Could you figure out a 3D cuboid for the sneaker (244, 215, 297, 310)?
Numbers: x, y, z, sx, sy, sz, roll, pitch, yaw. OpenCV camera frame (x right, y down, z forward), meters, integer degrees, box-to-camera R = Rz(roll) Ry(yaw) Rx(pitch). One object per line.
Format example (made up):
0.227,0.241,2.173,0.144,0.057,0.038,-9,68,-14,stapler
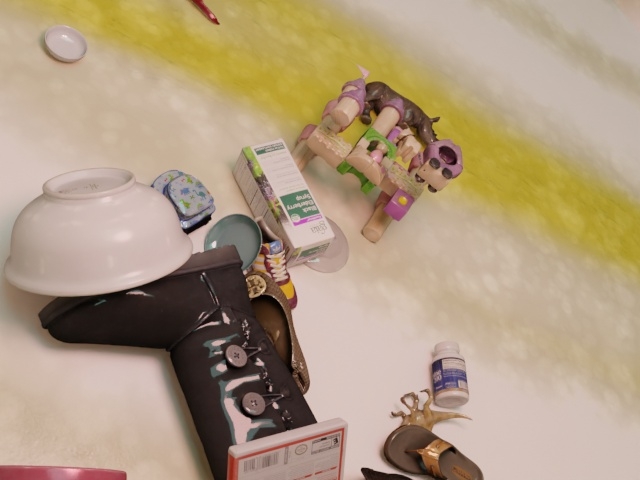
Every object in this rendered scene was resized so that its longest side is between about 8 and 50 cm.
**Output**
-0.093,0.044,1.679,0.069,0.084,0.186,-24,74,-41,sneaker

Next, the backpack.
-0.259,-0.074,1.653,0.114,0.084,0.105,47,45,7,backpack

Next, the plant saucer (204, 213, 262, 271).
-0.157,0.010,1.660,0.021,0.119,0.119,38,31,-61,plant saucer

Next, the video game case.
-0.055,0.422,1.362,0.204,0.025,0.285,-7,109,-36,video game case

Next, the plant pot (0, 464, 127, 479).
-0.368,0.399,1.208,0.201,0.201,0.180,9,72,-28,plant pot

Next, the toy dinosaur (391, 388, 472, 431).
0.195,0.332,1.707,0.183,0.053,0.093,-12,83,-30,toy dinosaur

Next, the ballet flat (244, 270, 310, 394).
-0.084,0.164,1.606,0.084,0.058,0.250,-23,73,6,ballet flat

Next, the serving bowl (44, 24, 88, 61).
-0.496,-0.377,1.741,0.083,0.027,0.083,17,53,-24,serving bowl

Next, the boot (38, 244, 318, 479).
-0.205,0.254,1.447,0.366,0.146,0.445,-17,78,-31,boot

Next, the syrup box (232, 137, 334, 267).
-0.074,-0.072,1.750,0.093,0.096,0.237,-18,68,-28,syrup box

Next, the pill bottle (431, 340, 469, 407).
0.254,0.262,1.768,0.067,0.067,0.120,15,53,-24,pill bottle

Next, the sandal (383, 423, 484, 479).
0.216,0.405,1.639,0.219,0.060,0.090,34,70,-14,sandal

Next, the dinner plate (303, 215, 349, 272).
0.000,0.000,1.816,0.141,0.017,0.141,18,52,-24,dinner plate

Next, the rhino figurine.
0.193,-0.290,2.095,0.243,0.073,0.106,27,52,-17,rhino figurine

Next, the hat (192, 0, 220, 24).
-0.354,-0.570,1.965,0.208,0.184,0.173,18,27,35,hat

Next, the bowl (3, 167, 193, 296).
-0.355,-0.032,1.416,0.297,0.297,0.134,-21,117,-40,bowl

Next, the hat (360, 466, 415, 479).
0.191,0.504,1.483,0.331,0.331,0.134,27,87,-15,hat

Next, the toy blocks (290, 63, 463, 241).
0.136,-0.212,1.844,0.288,0.309,0.260,39,54,-5,toy blocks
